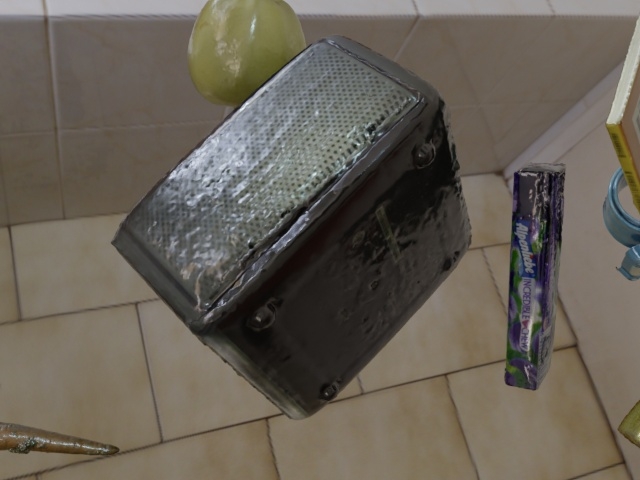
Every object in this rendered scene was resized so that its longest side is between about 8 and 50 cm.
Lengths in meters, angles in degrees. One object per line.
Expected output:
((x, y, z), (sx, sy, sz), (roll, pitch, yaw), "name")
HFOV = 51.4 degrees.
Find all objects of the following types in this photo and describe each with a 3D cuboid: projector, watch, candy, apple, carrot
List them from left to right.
((-0.415, 0.284, 0.945), (0.254, 0.049, 0.049), (9, 63, -8), "carrot")
((-0.112, -0.281, 1.009), (0.200, 0.200, 0.200), (8, 64, -16), "apple")
((0.000, 0.000, 0.916), (0.405, 0.395, 0.242), (-44, 56, -10), "projector")
((0.296, 0.049, 0.924), (0.088, 0.061, 0.312), (-21, 114, -57), "candy")
((0.598, -0.052, 1.192), (0.211, 0.211, 0.193), (-6, 60, -22), "watch")

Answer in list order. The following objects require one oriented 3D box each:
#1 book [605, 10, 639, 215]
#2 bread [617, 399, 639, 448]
((0.478, -0.143, 0.921), (0.374, 0.028, 0.262), (46, 60, -42), "book")
((0.423, 0.066, 0.556), (0.138, 0.077, 0.361), (38, 91, 16), "bread")
